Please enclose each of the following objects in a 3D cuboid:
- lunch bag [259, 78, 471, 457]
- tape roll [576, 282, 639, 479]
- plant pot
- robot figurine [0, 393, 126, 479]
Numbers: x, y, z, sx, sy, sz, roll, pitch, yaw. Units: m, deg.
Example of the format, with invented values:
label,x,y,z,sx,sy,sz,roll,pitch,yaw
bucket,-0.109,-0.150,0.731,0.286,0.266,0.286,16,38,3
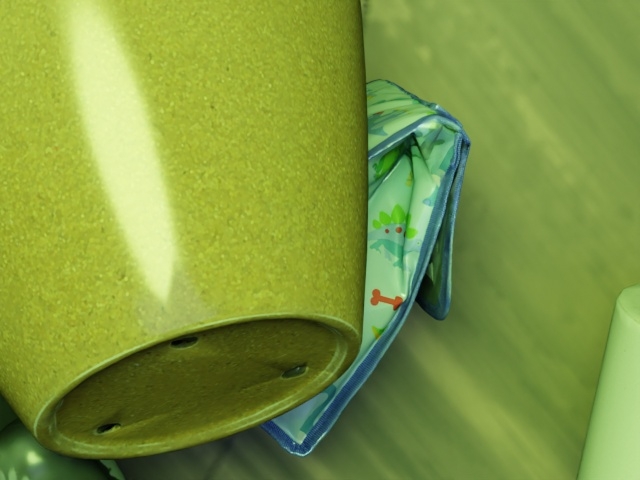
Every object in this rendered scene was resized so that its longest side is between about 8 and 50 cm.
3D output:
label,x,y,z,sx,sy,sz,roll,pitch,yaw
lunch bag,0.000,0.000,0.850,0.096,0.129,0.151,34,94,-17
tape roll,0.251,0.100,0.823,0.286,0.286,0.100,9,100,-8
plant pot,-0.077,-0.058,0.725,0.237,0.237,0.254,-17,68,-3
robot figurine,-0.170,0.110,0.810,0.174,0.209,0.278,-29,113,-2
